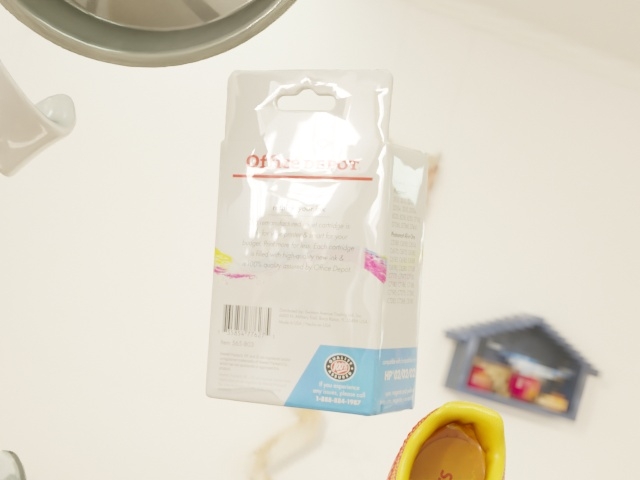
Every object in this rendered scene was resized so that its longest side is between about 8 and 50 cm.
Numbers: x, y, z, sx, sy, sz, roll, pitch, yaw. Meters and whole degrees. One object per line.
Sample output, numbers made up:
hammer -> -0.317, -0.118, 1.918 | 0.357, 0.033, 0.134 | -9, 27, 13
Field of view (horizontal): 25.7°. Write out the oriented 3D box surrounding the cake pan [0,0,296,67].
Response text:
cake pan -> -0.122, -0.271, 0.990 | 0.293, 0.293, 0.054 | 16, 15, 2

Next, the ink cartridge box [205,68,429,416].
ink cartridge box -> 0.000, 0.000, 0.771 | 0.104, 0.181, 0.061 | 3, -1, 26

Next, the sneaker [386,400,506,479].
sneaker -> 0.036, 0.145, 0.563 | 0.064, 0.175, 0.067 | 11, -28, 1

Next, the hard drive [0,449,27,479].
hard drive -> -0.239, 0.295, 0.880 | 0.040, 0.203, 0.307 | 4, -38, -33

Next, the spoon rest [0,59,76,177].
spoon rest -> -0.210, -0.127, 0.672 | 0.276, 0.137, 0.084 | 51, 2, -40
